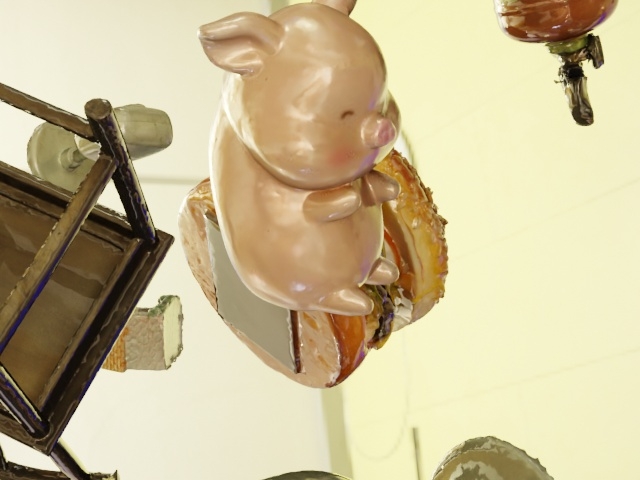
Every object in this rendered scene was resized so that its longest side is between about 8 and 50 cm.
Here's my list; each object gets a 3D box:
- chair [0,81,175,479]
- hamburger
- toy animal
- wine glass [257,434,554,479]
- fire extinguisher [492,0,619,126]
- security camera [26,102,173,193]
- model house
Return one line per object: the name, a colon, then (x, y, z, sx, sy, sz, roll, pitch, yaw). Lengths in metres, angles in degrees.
chair: (-0.170, 0.025, 0.637, 0.141, 0.154, 0.260, -61, -13, -22)
hamburger: (0.000, 0.000, 1.338, 0.291, 0.225, 0.291, 40, 150, 29)
toy animal: (-0.012, -0.067, 0.977, 0.154, 0.166, 0.250, 9, 113, 15)
wine glass: (-0.015, 0.139, 0.462, 0.103, 0.231, 0.103, 4, 95, 54)
fire extinguisher: (0.205, -0.303, 1.133, 0.113, 0.200, 0.376, -8, 106, 26)
security camera: (-0.130, -0.060, 0.747, 0.092, 0.058, 0.058, -19, 72, 36)
model house: (-0.235, 0.115, 1.594, 0.101, 0.100, 0.088, -53, -38, -75)
